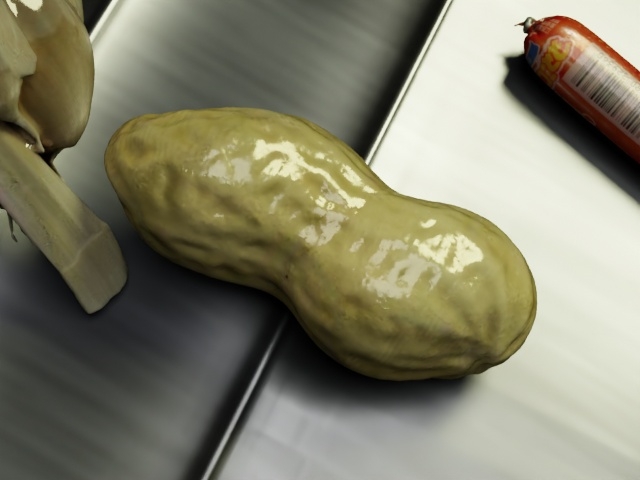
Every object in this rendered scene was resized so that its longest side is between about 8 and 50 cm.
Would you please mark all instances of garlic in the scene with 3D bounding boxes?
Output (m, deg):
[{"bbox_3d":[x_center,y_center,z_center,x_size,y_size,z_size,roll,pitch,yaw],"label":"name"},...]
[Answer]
[{"bbox_3d":[-0.136,-0.060,0.604,0.131,0.127,0.194,-44,107,-3],"label":"garlic"}]

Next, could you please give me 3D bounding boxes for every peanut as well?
[{"bbox_3d":[0.000,0.000,0.608,0.187,0.082,0.082,31,67,-1],"label":"peanut"}]

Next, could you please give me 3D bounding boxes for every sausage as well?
[{"bbox_3d":[0.140,-0.060,0.683,0.129,0.034,0.034,41,68,8],"label":"sausage"}]
